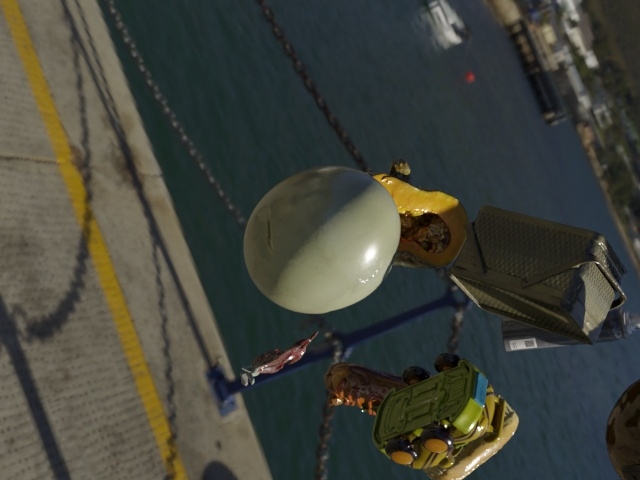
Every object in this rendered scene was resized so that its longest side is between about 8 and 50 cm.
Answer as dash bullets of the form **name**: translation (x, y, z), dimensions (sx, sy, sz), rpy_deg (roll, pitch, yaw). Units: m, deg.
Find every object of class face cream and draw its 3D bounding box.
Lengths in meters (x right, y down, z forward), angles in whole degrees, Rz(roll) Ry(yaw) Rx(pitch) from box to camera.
- **face cream**: translation (0.523, 0.184, 1.932), dimensions (0.073, 0.283, 0.073), rpy_deg (-8, 90, -71)

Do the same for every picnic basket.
- **picnic basket**: translation (0.367, 0.056, 1.559), dimensions (0.165, 0.266, 0.139), rpy_deg (42, 72, -46)

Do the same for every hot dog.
- **hot dog**: translation (0.173, 0.366, 2.102), dimensions (0.158, 0.349, 0.117), rpy_deg (162, -56, -73)

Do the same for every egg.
- **egg**: translation (0.000, 0.000, 1.395), dimensions (0.219, 0.269, 0.219), rpy_deg (17, 55, -26)

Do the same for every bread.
- **bread**: translation (0.313, 0.424, 1.947), dimensions (0.106, 0.236, 0.140), rpy_deg (53, -25, 14)

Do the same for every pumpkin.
- **pumpkin**: translation (0.158, -0.060, 1.950), dimensions (0.317, 0.139, 0.222), rpy_deg (11, 84, -24)

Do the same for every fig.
- **fig**: translation (0.540, 0.299, 1.346), dimensions (0.214, 0.235, 0.235), rpy_deg (31, 37, -82)

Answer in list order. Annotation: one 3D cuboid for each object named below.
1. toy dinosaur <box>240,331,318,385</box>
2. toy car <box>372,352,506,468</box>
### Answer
- **toy dinosaur**: translation (-0.062, 0.169, 1.308), dimensions (0.032, 0.108, 0.220), rpy_deg (65, -28, 4)
- **toy car**: translation (0.221, 0.328, 1.689), dimensions (0.142, 0.248, 0.200), rpy_deg (42, 44, -20)
